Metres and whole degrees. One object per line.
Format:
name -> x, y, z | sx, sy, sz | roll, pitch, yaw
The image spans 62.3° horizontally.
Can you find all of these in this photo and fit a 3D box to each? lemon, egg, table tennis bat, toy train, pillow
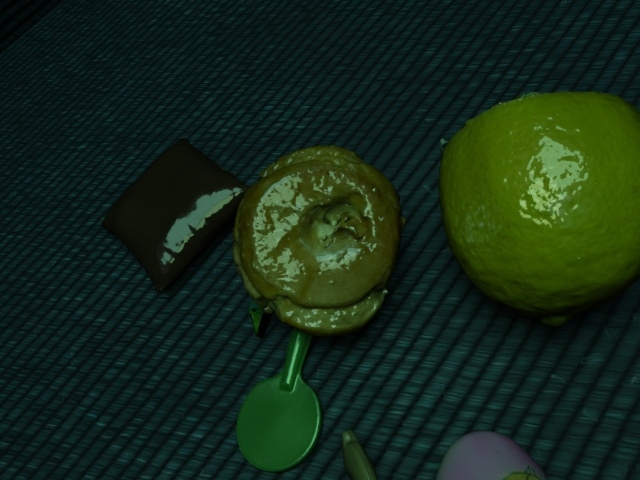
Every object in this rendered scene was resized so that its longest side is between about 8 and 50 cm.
lemon -> 0.371, -0.037, 0.853 | 0.364, 0.364, 0.364 | -8, 58, 13
egg -> 0.236, 0.397, 0.704 | 0.196, 0.196, 0.271 | -22, 53, 3
table tennis bat -> -0.063, 0.284, 0.963 | 0.160, 0.039, 0.257 | 6, 67, 21
toy train -> -0.106, 0.096, 1.084 | 0.042, 0.044, 0.209 | 9, 63, 22
pillow -> -0.344, -0.077, 1.229 | 0.305, 0.108, 0.308 | -47, 55, -8

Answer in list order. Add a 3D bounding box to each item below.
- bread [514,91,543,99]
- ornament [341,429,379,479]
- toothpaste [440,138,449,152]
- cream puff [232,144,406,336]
bread -> 0.448, -0.243, 1.107 | 0.117, 0.064, 0.156 | -18, 55, 1
ornament -> 0.088, 0.403, 0.761 | 0.061, 0.230, 0.245 | -12, 77, -13
toothpaste -> 0.287, -0.169, 1.138 | 0.037, 0.021, 0.140 | -21, 57, 3
cream puff -> 0.000, 0.000, 0.990 | 0.327, 0.231, 0.343 | -22, 90, -8
